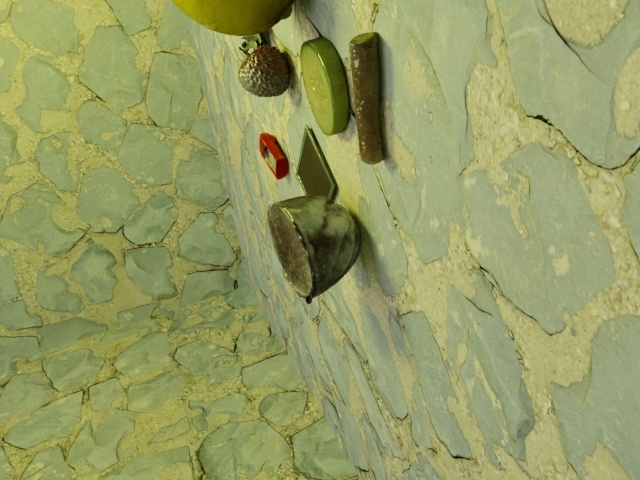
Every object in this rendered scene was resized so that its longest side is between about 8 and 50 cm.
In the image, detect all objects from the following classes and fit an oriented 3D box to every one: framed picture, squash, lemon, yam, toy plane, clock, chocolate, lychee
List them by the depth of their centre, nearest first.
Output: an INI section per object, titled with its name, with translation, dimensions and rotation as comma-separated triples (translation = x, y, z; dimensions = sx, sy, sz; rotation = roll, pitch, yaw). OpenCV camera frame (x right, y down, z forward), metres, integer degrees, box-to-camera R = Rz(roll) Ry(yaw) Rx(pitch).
[yam]
translation = 0.104, -0.301, 1.406
dimensions = 0.066, 0.066, 0.299
rotation = -127, 23, -51
[lemon]
translation = -0.213, -0.679, 1.613
dimensions = 0.364, 0.364, 0.364
rotation = 163, 90, -75
[squash]
translation = 0.006, -0.397, 1.671
dimensions = 0.252, 0.049, 0.251
rotation = 162, 90, -76
[chocolate]
translation = 0.000, 0.000, 1.821
dimensions = 0.303, 0.213, 0.303
rotation = 55, 157, 37
[lychee]
translation = -0.180, -0.524, 1.968
dimensions = 0.197, 0.165, 0.165
rotation = 42, 169, -11
[framed picture]
translation = -0.015, -0.194, 2.036
dimensions = 0.296, 0.019, 0.232
rotation = 109, 141, -65
[toy plane]
translation = -0.221, -0.668, 2.133
dimensions = 0.262, 0.088, 0.192
rotation = -163, 62, -84
[clock]
translation = -0.170, -0.314, 2.384
dimensions = 0.155, 0.061, 0.113
rotation = 59, 160, 31
